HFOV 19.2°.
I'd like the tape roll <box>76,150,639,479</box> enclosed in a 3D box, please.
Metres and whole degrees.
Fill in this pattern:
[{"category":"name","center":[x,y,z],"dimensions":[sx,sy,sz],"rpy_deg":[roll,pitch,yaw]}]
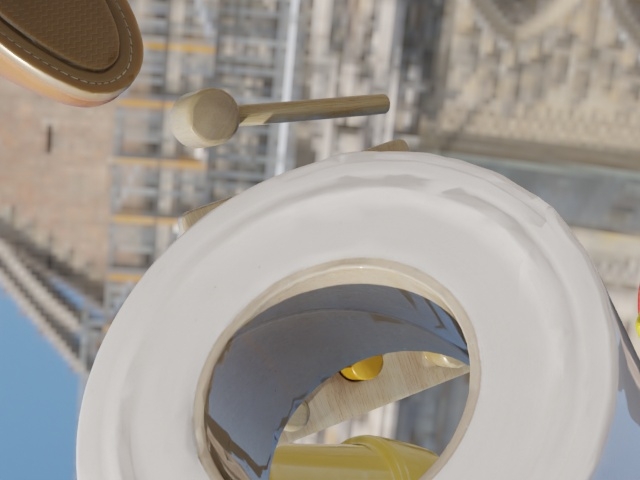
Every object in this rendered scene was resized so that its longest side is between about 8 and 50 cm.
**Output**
[{"category":"tape roll","center":[0.022,0.097,0.955],"dimensions":[0.286,0.100,0.286],"rpy_deg":[-11,-124,17]}]

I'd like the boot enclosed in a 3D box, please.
[{"category":"boot","center":[-0.245,-0.113,1.188],"dimensions":[0.283,0.220,0.109],"rpy_deg":[29,-134,9]}]

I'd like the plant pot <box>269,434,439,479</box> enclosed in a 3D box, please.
[{"category":"plant pot","center":[-0.006,0.333,2.135],"dimensions":[0.239,0.254,0.254],"rpy_deg":[17,-166,-28]}]

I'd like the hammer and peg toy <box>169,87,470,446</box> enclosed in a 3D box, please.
[{"category":"hammer and peg toy","center":[0.000,0.000,1.896],"dimensions":[0.266,0.361,0.127],"rpy_deg":[-19,-175,-17]}]

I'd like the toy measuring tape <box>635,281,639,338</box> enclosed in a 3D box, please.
[{"category":"toy measuring tape","center":[0.281,0.093,1.414],"dimensions":[0.121,0.121,0.330],"rpy_deg":[13,-133,19]}]
